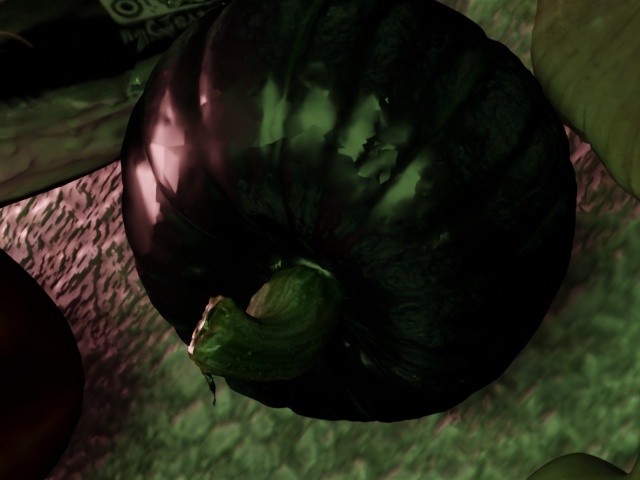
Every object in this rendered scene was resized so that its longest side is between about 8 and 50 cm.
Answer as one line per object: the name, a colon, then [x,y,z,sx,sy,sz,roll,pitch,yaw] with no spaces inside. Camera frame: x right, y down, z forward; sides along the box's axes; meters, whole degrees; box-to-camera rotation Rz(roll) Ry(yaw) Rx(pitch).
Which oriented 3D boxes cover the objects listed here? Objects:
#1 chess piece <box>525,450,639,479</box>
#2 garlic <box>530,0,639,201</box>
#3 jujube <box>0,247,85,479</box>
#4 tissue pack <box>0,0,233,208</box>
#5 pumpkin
chess piece: [0.166,0.148,0.616,0.330,0.182,0.182,-43,65,20]
garlic: [0.193,-0.143,0.605,0.245,0.253,0.245,-11,70,32]
jujube: [-0.326,0.073,0.823,0.377,0.258,0.258,4,82,33]
tissue pack: [-0.201,-0.172,0.818,0.245,0.123,0.332,-23,56,-22]
pumpkin: [0.000,0.000,0.662,0.248,0.248,0.248,-5,79,26]
